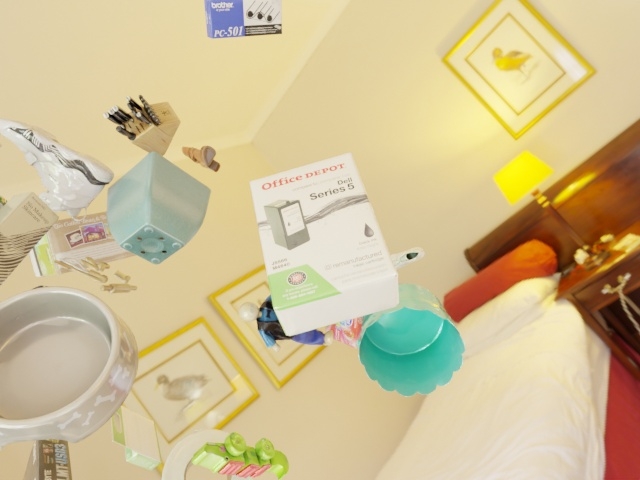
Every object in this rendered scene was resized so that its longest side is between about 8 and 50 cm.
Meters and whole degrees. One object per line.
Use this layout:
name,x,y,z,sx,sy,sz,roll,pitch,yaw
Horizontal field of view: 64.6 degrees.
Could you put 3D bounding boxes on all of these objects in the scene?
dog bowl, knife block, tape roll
dog bowl,-0.563,0.245,1.035,0.349,0.349,0.102,-36,-26,-31
knife block,-0.586,-0.352,1.619,0.242,0.088,0.276,-26,-10,-42
tape roll,-0.364,0.761,1.627,0.286,0.286,0.100,-35,-19,-35

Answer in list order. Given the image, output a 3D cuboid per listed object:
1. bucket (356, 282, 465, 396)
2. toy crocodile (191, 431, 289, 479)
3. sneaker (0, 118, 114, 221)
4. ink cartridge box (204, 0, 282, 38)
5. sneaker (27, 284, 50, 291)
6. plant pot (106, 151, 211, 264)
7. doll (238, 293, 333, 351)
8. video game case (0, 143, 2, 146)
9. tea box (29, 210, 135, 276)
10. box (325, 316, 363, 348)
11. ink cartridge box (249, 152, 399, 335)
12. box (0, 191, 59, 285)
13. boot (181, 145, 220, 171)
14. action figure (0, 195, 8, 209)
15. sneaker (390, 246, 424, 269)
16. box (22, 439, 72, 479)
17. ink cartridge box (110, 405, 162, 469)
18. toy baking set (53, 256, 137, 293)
bucket,0.237,0.263,1.386,0.281,0.281,0.183,-42,13,16
toy crocodile,-0.231,0.653,1.501,0.115,0.105,0.341,-42,-43,13
sneaker,-0.858,-0.217,1.579,0.210,0.366,0.137,-60,12,3
ink cartridge box,-0.205,-0.606,1.370,0.207,0.046,0.097,-15,-56,-26
sneaker,-0.897,0.239,1.511,0.275,0.107,0.110,-28,-18,-13
plant pot,-0.525,-0.076,1.617,0.248,0.252,0.247,-32,-46,25
doll,-0.066,0.148,0.960,0.189,0.129,0.046,15,-26,-25
video game case,-0.903,-0.221,1.349,0.087,0.011,0.122,-48,17,3
tea box,-1.033,0.010,2.178,0.324,0.219,0.329,-9,6,46
box,0.102,0.206,1.670,0.123,0.128,0.256,-30,-51,-47
ink cartridge box,0.000,0.000,0.878,0.199,0.272,0.114,-16,-35,-1
box,-0.843,0.001,1.355,0.094,0.113,0.275,-6,45,30
boot,-0.506,-0.356,2.087,0.073,0.152,0.197,-59,-10,-16
action figure,-0.967,-0.142,1.417,0.232,0.137,0.063,37,-89,-38
sneaker,0.259,0.060,1.633,0.152,0.053,0.061,-26,-7,15
box,-0.583,0.586,1.037,0.296,0.073,0.293,16,92,59
ink cartridge box,-0.635,0.649,1.689,0.056,0.171,0.235,-37,-47,3
toy baking set,-0.689,0.107,1.556,0.030,0.197,0.256,-61,-11,3
